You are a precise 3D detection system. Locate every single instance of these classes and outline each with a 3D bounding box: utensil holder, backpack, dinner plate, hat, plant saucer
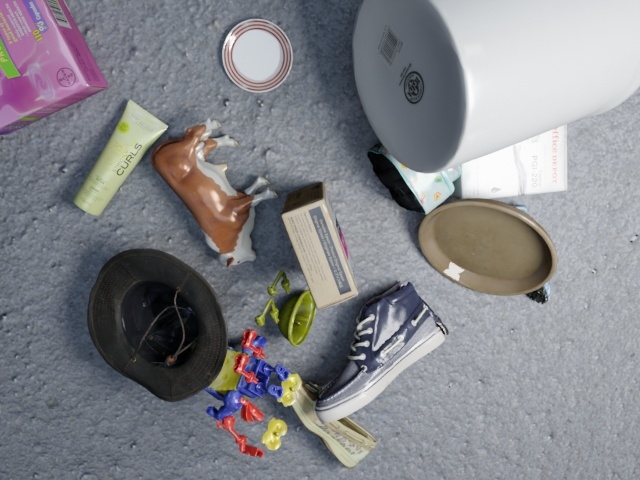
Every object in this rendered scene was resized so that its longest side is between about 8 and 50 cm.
[{"bbox_3d":[0.292,-0.311,0.953,0.385,0.327,0.328,-24,104,-21],"label":"utensil holder"},{"bbox_3d":[0.189,-0.139,1.128,0.144,0.188,0.166,-33,101,7],"label":"backpack"},{"bbox_3d":[-0.126,-0.370,1.155,0.141,0.017,0.141,0,104,-1],"label":"dinner plate"},{"bbox_3d":[-0.314,0.159,1.206,0.331,0.134,0.332,4,102,19],"label":"hat"},{"bbox_3d":[0.335,0.011,1.165,0.277,0.041,0.278,19,145,14],"label":"plant saucer"}]

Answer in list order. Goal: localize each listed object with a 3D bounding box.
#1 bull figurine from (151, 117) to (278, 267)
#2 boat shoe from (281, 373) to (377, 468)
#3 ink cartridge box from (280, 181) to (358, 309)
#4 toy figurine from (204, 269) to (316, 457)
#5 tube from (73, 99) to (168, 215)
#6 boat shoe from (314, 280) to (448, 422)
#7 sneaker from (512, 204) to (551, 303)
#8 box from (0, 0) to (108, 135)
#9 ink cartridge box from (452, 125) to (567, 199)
[{"bbox_3d":[-0.205,-0.093,1.180,0.188,0.101,0.310,-38,103,4],"label":"bull figurine"},{"bbox_3d":[0.016,0.394,1.305,0.089,0.104,0.285,-37,112,3],"label":"boat shoe"},{"bbox_3d":[0.000,0.000,1.134,0.088,0.235,0.193,-21,104,5],"label":"ink cartridge box"},{"bbox_3d":[-0.171,0.247,1.213,0.217,0.363,0.191,-4,145,37],"label":"toy figurine"},{"bbox_3d":[-0.419,-0.164,1.181,0.240,0.062,0.070,-53,139,5],"label":"tube"},{"bbox_3d":[0.100,0.225,1.225,0.340,0.127,0.158,-34,97,-19],"label":"boat shoe"},{"bbox_3d":[0.450,0.032,1.233,0.086,0.085,0.237,-35,111,-21],"label":"sneaker"},{"bbox_3d":[-0.580,-0.346,1.102,0.242,0.117,0.214,-23,103,5],"label":"box"},{"bbox_3d":[0.382,-0.171,1.174,0.217,0.092,0.159,-7,104,-1],"label":"ink cartridge box"}]
